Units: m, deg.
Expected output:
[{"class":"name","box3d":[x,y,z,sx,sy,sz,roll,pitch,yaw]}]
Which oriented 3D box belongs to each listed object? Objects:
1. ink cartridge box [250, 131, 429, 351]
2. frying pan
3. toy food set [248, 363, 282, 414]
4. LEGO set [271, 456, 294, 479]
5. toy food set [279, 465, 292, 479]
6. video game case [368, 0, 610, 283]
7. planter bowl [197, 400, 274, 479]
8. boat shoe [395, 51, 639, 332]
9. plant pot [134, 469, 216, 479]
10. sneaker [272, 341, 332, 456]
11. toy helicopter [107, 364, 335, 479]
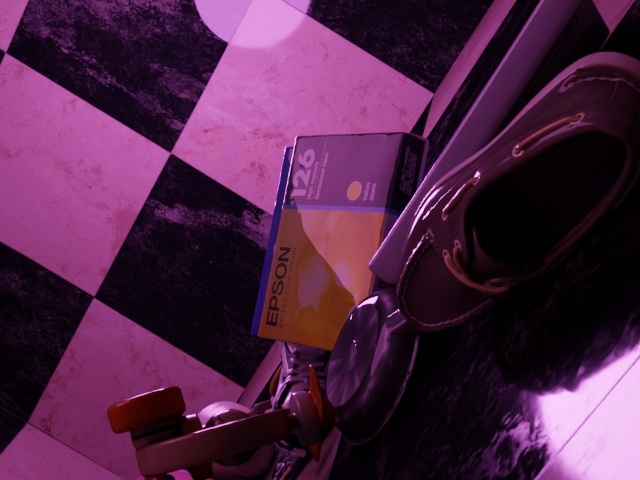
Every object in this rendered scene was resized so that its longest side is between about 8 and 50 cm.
[{"class":"ink cartridge box","box3d":[0.000,0.000,1.391,0.307,0.072,0.304,3,81,47]},{"class":"frying pan","box3d":[0.082,0.127,1.095,0.326,0.053,0.197,-31,41,65]},{"class":"toy food set","box3d":[-0.023,0.245,1.787,0.218,0.071,0.128,-57,-21,7]},{"class":"LEGO set","box3d":[-0.067,0.366,1.549,0.083,0.023,0.054,-57,3,26]},{"class":"toy food set","box3d":[-0.055,0.373,1.347,0.078,0.019,0.122,-57,11,37]},{"class":"video game case","box3d":[0.191,-0.108,1.049,0.329,0.036,0.300,-58,-15,14]},{"class":"planter bowl","box3d":[-0.155,0.384,1.826,0.109,0.162,0.162,-6,48,54]},{"class":"boat shoe","box3d":[0.153,-0.015,0.819,0.324,0.116,0.097,-49,6,42]},{"class":"plant pot","box3d":[-0.227,0.481,1.685,0.180,0.201,0.201,-26,30,56]},{"class":"sneaker","box3d":[-0.019,0.207,1.439,0.153,0.094,0.235,-156,82,-79]},{"class":"toy helicopter","box3d":[-0.075,0.221,1.163,0.234,0.140,0.355,-20,-10,11]}]
